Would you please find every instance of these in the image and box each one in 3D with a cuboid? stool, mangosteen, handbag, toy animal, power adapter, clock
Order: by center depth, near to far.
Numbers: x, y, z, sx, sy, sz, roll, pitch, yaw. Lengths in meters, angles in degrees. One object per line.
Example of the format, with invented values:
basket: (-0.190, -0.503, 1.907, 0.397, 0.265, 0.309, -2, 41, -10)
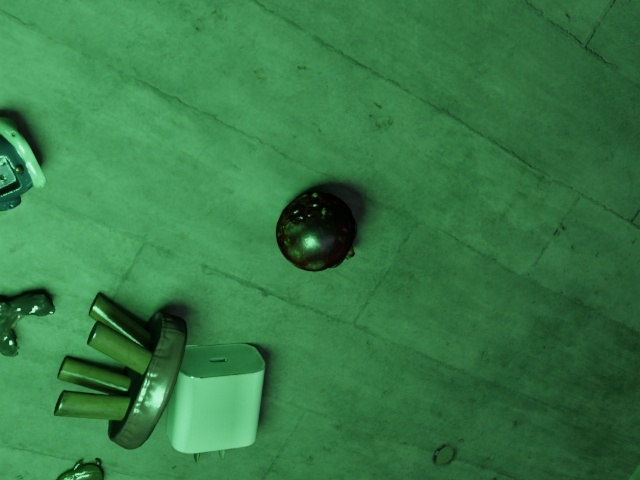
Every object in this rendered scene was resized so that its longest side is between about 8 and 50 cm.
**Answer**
clock: (-0.601, -0.105, 1.652, 0.243, 0.146, 0.199, -29, 128, -18)
toy animal: (-0.662, 0.147, 1.771, 0.343, 0.106, 0.168, 12, 102, -35)
stool: (-0.382, 0.245, 1.864, 0.178, 0.272, 0.272, 25, 103, -18)
mangosteen: (-0.008, -0.006, 1.959, 0.172, 0.172, 0.184, -15, 139, -17)
handbag: (-0.506, 0.496, 2.044, 0.111, 0.047, 0.072, -15, 125, -17)
power adapter: (-0.223, 0.355, 2.057, 0.187, 0.124, 0.255, -1, 114, -23)
